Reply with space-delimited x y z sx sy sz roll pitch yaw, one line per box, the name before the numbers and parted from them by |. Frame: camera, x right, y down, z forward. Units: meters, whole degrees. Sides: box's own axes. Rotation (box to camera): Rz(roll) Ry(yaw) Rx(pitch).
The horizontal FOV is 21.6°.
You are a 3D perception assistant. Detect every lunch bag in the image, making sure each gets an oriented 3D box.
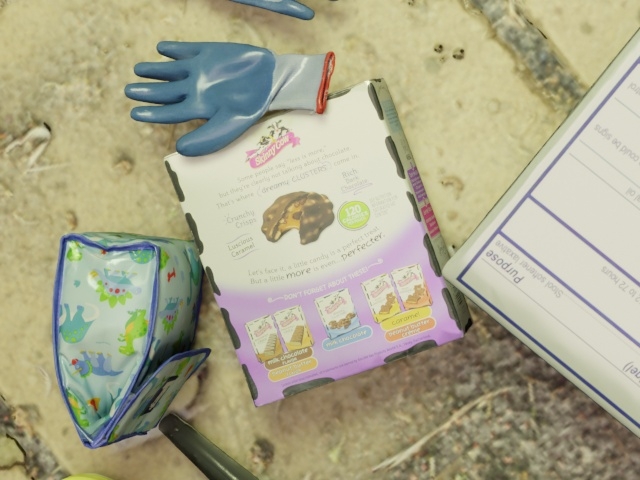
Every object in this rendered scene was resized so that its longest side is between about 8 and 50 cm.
lunch bag | -0.139 0.071 1.225 0.096 0.129 0.151 8 91 12

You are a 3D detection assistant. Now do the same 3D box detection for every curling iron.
curling iron | -0.028 0.228 1.248 0.068 0.035 0.274 -37 73 -18

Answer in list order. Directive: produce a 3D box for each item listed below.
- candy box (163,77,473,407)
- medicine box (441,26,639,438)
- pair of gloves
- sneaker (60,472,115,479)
candy box | 0.000 0.000 1.224 0.165 0.070 0.196 -19 93 13
medicine box | 0.275 -0.010 1.126 0.263 0.149 0.289 40 103 5
pair of gloves | -0.058 -0.153 1.210 0.159 0.023 0.198 1 72 18
sneaker | -0.116 0.263 1.249 0.240 0.126 0.091 25 101 8
